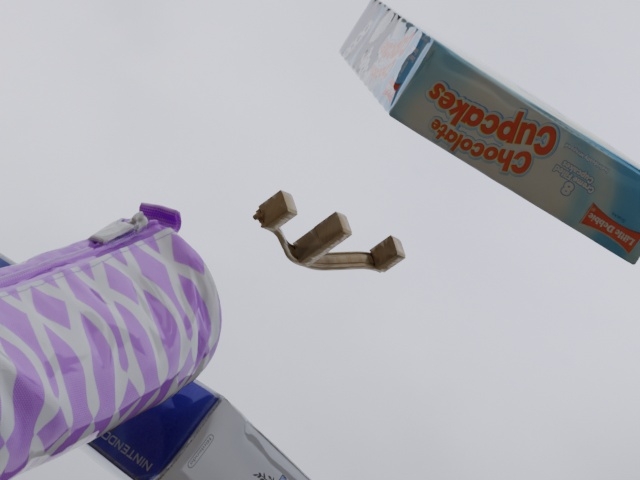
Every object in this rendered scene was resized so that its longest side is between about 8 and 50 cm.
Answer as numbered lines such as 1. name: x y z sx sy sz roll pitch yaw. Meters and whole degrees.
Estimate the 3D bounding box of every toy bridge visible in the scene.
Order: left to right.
1. toy bridge: 0.000 0.000 1.350 0.063 0.188 0.026 -36 -124 27

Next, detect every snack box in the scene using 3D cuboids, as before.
1. snack box: 0.118 -0.090 1.022 0.187 0.322 0.060 30 -80 -11

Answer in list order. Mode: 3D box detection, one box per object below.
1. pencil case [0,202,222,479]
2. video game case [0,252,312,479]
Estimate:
1. pencil case: -0.112 0.041 0.569 0.086 0.206 0.088 20 -73 17
2. video game case: -0.088 0.120 0.825 0.269 0.061 0.244 25 -17 45
